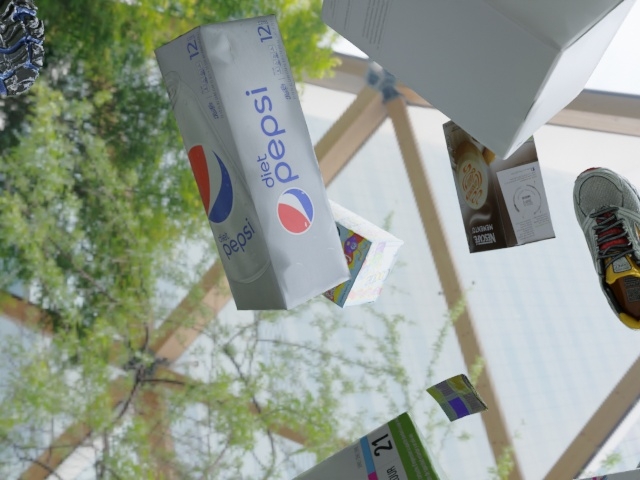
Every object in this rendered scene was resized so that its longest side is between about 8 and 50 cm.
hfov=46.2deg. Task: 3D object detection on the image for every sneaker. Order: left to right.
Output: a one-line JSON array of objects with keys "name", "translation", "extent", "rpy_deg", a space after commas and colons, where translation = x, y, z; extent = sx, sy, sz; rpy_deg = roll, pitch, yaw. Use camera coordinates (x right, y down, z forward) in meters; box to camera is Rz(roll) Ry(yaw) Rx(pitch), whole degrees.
[{"name": "sneaker", "translation": [-0.332, -0.226, 0.684], "extent": [0.087, 0.083, 0.221], "rpy_deg": [-29, -89, 28]}, {"name": "sneaker", "translation": [0.390, 0.010, 0.967], "extent": [0.088, 0.093, 0.225], "rpy_deg": [-22, -90, 24]}]

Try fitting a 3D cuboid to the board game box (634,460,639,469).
[{"name": "board game box", "translation": [0.596, 0.460, 1.367], "extent": [0.035, 0.136, 0.201], "rpy_deg": [25, -74, 8]}]

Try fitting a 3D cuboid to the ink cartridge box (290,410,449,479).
[{"name": "ink cartridge box", "translation": [-0.028, 0.219, 0.391], "extent": [0.255, 0.189, 0.097], "rpy_deg": [-30, -85, 1]}]

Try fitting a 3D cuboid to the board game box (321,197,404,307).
[{"name": "board game box", "translation": [0.000, 0.000, 1.495], "extent": [0.275, 0.144, 0.142], "rpy_deg": [32, -73, 27]}]

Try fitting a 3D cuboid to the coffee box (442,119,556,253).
[{"name": "coffee box", "translation": [0.311, -0.109, 1.322], "extent": [0.141, 0.098, 0.246], "rpy_deg": [162, -84, -73]}]

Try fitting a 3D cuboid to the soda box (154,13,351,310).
[{"name": "soda box", "translation": [-0.068, -0.075, 0.769], "extent": [0.091, 0.098, 0.286], "rpy_deg": [-6, -76, 49]}]

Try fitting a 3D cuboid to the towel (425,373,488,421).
[{"name": "towel", "translation": [0.184, 0.213, 1.013], "extent": [0.060, 0.009, 0.083], "rpy_deg": [54, -39, 1]}]

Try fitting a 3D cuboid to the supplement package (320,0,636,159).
[{"name": "supplement package", "translation": [0.171, -0.271, 0.848], "extent": [0.293, 0.175, 0.177], "rpy_deg": [42, -27, 16]}]

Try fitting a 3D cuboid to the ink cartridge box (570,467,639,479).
[{"name": "ink cartridge box", "translation": [0.368, 0.375, 0.879], "extent": [0.278, 0.201, 0.117], "rpy_deg": [-19, -147, 22]}]
